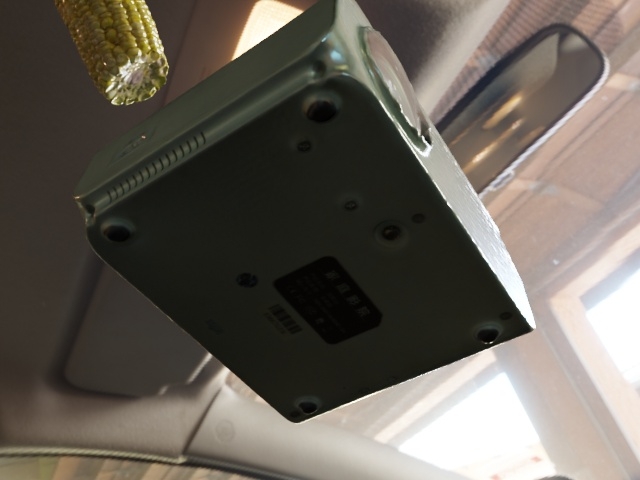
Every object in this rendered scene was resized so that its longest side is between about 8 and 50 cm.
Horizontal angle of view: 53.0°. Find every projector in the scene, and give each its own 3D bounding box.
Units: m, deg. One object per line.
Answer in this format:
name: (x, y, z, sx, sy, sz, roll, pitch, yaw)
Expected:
projector: (0.000, 0.000, 0.428, 0.198, 0.108, 0.250, -27, -58, 21)

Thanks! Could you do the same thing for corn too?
corn: (-0.245, -0.264, 0.711, 0.093, 0.244, 0.093, -24, -15, -7)
